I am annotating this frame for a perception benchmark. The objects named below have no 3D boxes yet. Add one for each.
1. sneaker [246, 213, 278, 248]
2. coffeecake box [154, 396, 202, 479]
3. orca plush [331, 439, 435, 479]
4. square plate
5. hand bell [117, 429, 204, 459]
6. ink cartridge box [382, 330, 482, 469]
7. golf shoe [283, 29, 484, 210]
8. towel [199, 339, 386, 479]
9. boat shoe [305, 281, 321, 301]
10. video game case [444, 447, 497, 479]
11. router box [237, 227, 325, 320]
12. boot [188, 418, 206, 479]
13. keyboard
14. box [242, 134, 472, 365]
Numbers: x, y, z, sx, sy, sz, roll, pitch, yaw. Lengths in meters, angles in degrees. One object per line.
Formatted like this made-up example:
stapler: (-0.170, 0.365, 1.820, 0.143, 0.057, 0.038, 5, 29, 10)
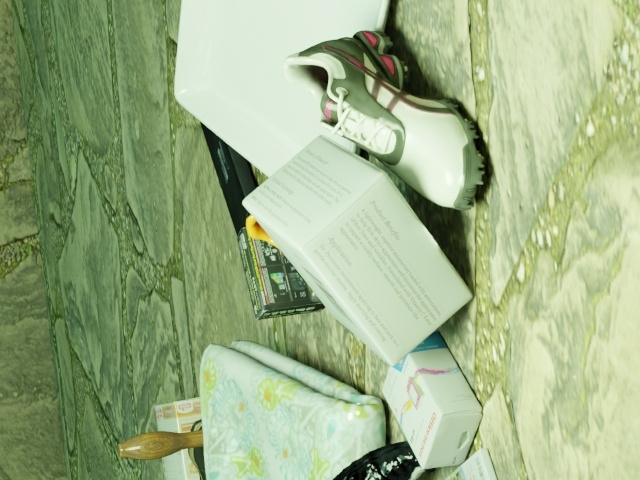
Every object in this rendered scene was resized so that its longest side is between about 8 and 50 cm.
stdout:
sneaker: (0.000, 0.000, 1.737, 0.215, 0.083, 0.084, 21, 125, 42)
coffeecake box: (-0.225, 0.365, 2.504, 0.142, 0.068, 0.185, 157, 105, -68)
orca plush: (0.026, 0.317, 1.653, 0.287, 0.102, 0.151, -44, 46, 36)
square plate: (-0.048, -0.238, 1.774, 0.344, 0.049, 0.347, 40, 136, 33)
hand bell: (-0.171, 0.283, 2.100, 0.126, 0.242, 0.126, 174, 90, -69)
ink cartridge box: (0.119, 0.172, 1.579, 0.122, 0.052, 0.088, -119, 32, -43)
golf shoe: (0.064, -0.117, 1.520, 0.273, 0.120, 0.105, 50, 137, 40)
towel: (-0.039, 0.319, 1.911, 0.374, 0.090, 0.320, 18, 115, 55)
boat shoe: (-0.012, 0.016, 1.875, 0.056, 0.049, 0.152, 104, 151, -43)
video game case: (0.163, 0.281, 1.556, 0.122, 0.011, 0.087, 122, 136, -58)
router box: (-0.051, 0.039, 1.924, 0.038, 0.092, 0.122, 127, 133, -61)
boot: (-0.145, 0.386, 2.319, 0.137, 0.077, 0.197, 43, 148, 53)
keyboard: (-0.128, -0.138, 2.158, 0.201, 0.033, 0.317, 103, 151, -55)
box: (0.037, 0.007, 1.543, 0.181, 0.119, 0.182, 52, 173, -27)
